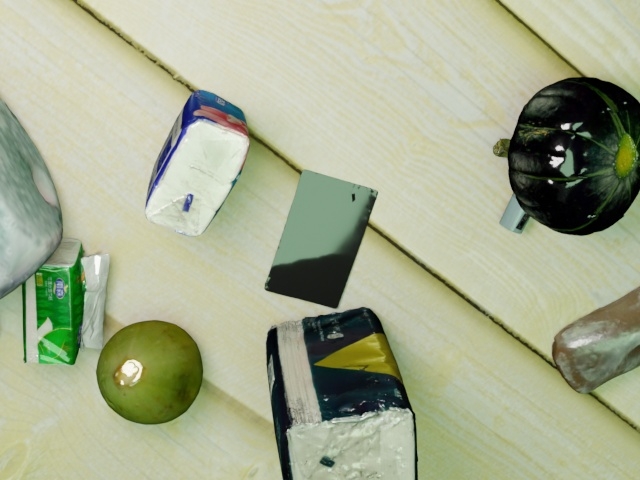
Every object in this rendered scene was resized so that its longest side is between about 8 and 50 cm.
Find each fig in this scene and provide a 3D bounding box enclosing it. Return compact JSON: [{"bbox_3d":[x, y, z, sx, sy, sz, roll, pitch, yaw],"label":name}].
[{"bbox_3d":[-0.332,0.265,1.869,0.207,0.230,0.207,-2,110,-5],"label":"fig"}]

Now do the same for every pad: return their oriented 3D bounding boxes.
[{"bbox_3d":[0.000,0.000,1.920,0.159,0.009,0.265,16,107,-10],"label":"pad"}]

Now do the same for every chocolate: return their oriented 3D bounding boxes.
[{"bbox_3d":[0.617,0.222,2.015,0.254,0.080,0.157,-30,110,6],"label":"chocolate"}]

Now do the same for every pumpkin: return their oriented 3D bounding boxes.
[{"bbox_3d":[0.462,-0.158,1.799,0.295,0.296,0.296,-2,110,-4],"label":"pumpkin"}]

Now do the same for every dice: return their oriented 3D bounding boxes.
[{"bbox_3d":[-0.666,-0.063,1.666,0.328,0.330,0.348,-25,108,6],"label":"dice"}]

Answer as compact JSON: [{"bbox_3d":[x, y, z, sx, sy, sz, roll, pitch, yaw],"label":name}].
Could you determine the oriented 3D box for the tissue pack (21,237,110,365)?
[{"bbox_3d":[-0.486,0.115,1.845,0.156,0.148,0.209,4,109,-6],"label":"tissue pack"}]

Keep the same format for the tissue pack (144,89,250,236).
[{"bbox_3d":[-0.213,-0.138,1.712,0.137,0.270,0.209,28,103,-15],"label":"tissue pack"}]

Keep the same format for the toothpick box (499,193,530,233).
[{"bbox_3d":[0.394,-0.061,1.906,0.052,0.052,0.083,19,109,-11],"label":"toothpick box"}]

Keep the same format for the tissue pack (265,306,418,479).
[{"bbox_3d":[0.034,0.335,1.827,0.253,0.416,0.264,-7,111,-3],"label":"tissue pack"}]
